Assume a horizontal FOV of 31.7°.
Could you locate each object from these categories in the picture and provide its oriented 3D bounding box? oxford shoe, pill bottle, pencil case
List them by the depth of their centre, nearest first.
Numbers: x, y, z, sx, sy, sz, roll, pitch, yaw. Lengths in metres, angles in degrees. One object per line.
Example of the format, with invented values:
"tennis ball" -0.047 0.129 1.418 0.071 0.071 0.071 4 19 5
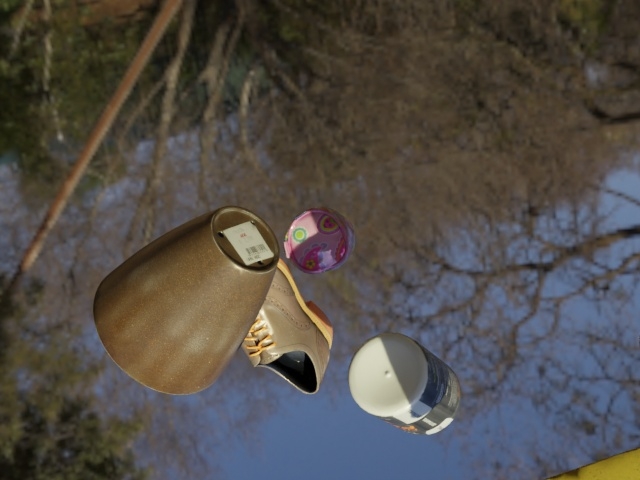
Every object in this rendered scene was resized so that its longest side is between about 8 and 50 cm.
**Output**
"pill bottle" 0.144 0.233 1.772 0.130 0.130 0.246 0 162 24
"oxford shoe" -0.094 0.121 1.842 0.130 0.364 0.132 -26 -138 27
"pencil case" 0.000 0.000 2.085 0.124 0.124 0.284 -7 -179 5

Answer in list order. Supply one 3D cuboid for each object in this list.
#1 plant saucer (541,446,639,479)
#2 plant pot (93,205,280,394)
"plant saucer" 0.405 0.350 1.169 0.333 0.332 0.081 -18 -154 -2
"plant pot" -0.160 0.061 1.534 0.230 0.215 0.215 -44 173 38
